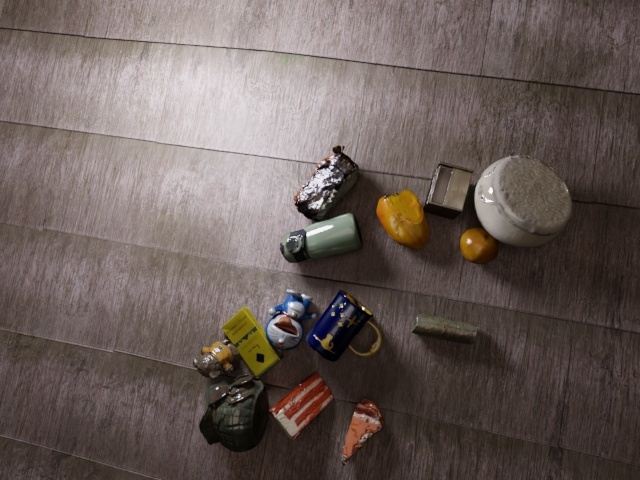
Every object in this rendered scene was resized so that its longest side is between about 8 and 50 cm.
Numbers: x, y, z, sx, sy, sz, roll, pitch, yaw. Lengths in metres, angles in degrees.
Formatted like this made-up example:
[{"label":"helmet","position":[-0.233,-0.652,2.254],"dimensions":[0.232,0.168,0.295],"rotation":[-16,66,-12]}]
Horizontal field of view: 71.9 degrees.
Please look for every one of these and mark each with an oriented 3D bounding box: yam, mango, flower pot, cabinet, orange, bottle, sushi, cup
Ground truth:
[{"label":"yam","position":[0.507,0.363,1.818],"dimensions":[0.259,0.093,0.093],"rotation":[9,85,9]},{"label":"mango","position":[0.355,-0.076,1.865],"dimensions":[0.187,0.138,0.257],"rotation":[-21,84,-4]},{"label":"flower pot","position":[-0.341,0.691,1.801],"dimensions":[0.213,0.302,0.302],"rotation":[-1,84,11]},{"label":"cabinet","position":[0.524,-0.198,1.813],"dimensions":[0.148,0.215,0.175],"rotation":[16,86,9]},{"label":"orange","position":[0.648,0.025,1.812],"dimensions":[0.158,0.136,0.159],"rotation":[13,49,-15]},{"label":"bottle","position":[-0.001,0.000,1.890],"dimensions":[0.346,0.168,0.169],"rotation":[-15,82,9]},{"label":"sushi","position":[0.031,-0.244,1.898],"dimensions":[0.181,0.196,0.343],"rotation":[37,90,3]},{"label":"cup","position":[0.101,0.377,1.810],"dimensions":[0.255,0.178,0.256],"rotation":[37,92,37]}]

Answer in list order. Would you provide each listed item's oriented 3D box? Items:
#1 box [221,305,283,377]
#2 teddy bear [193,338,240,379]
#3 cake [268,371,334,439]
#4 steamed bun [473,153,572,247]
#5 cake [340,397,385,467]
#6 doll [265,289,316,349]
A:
[{"label":"box","position":[-0.300,0.443,1.922],"dimensions":[0.153,0.041,0.279],"rotation":[-42,79,19]},{"label":"teddy bear","position":[-0.443,0.506,1.871],"dimensions":[0.177,0.190,0.140],"rotation":[30,122,12]},{"label":"cake","position":[-0.085,0.709,1.880],"dimensions":[0.262,0.160,0.158],"rotation":[-33,78,-32]},{"label":"steamed bun","position":[0.780,-0.139,1.751],"dimensions":[0.374,0.241,0.375],"rotation":[4,66,-8]},{"label":"cake","position":[0.166,0.804,1.810],"dimensions":[0.135,0.098,0.288],"rotation":[25,87,10]},{"label":"doll","position":[-0.125,0.339,1.875],"dimensions":[0.215,0.161,0.257],"rotation":[22,83,-16]}]
